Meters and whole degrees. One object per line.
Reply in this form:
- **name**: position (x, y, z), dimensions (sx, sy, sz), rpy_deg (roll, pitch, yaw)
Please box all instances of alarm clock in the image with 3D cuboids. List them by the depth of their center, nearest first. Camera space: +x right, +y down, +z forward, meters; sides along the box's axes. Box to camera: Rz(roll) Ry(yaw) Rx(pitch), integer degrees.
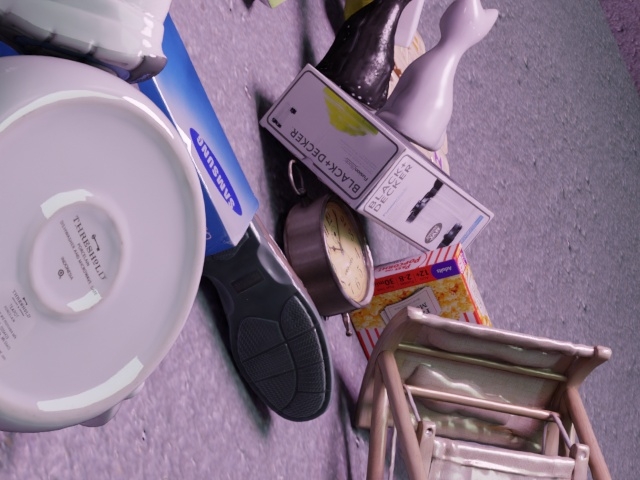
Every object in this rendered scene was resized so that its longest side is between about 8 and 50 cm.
- **alarm clock**: position (0.000, 0.000, 1.629), dimensions (0.129, 0.064, 0.192), rpy_deg (-60, 133, -61)

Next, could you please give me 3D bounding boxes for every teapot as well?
- **teapot**: position (-0.210, -0.002, 0.979), dimensions (0.252, 0.187, 0.256), rpy_deg (9, 93, -47)

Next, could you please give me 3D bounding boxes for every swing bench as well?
- **swing bench**: position (0.180, 0.230, 1.628), dimensions (0.253, 0.165, 0.255), rpy_deg (13, 52, -18)

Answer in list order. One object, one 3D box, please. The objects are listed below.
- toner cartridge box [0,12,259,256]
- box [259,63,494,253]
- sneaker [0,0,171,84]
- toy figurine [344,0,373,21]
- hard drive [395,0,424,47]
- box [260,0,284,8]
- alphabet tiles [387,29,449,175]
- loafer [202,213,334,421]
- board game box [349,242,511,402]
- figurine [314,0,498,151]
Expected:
- **toner cartridge box**: position (-0.193, -0.136, 1.114), dimensions (0.348, 0.165, 0.075), rpy_deg (65, 25, -22)
- **box**: position (0.071, -0.078, 1.719), dimensions (0.169, 0.087, 0.290), rpy_deg (44, 7, 29)
- **sneaker**: position (-0.231, -0.200, 0.974), dimensions (0.297, 0.111, 0.129), rpy_deg (18, 81, -16)
- **toy figurine**: position (0.008, -0.400, 1.848), dimensions (0.363, 0.217, 0.191), rpy_deg (106, -33, -43)
- **hard drive**: position (0.154, -0.460, 1.990), dimensions (0.353, 0.047, 0.233), rpy_deg (105, 1, -49)
- **box**: position (0.020, -0.435, 1.654), dimensions (0.232, 0.322, 0.058), rpy_deg (59, -3, -32)
- **alphabet tiles**: position (0.118, -0.211, 2.118), dimensions (0.278, 0.021, 0.284), rpy_deg (49, 33, -48)
- **loafer**: position (-0.054, 0.044, 1.436), dimensions (0.084, 0.096, 0.268), rpy_deg (-72, 139, -64)
- **board game box**: position (0.125, 0.112, 1.747), dimensions (0.194, 0.146, 0.045), rpy_deg (66, 23, -18)
- **figurine**: position (0.117, -0.241, 1.844), dimensions (0.215, 0.092, 0.209), rpy_deg (29, 90, -46)
